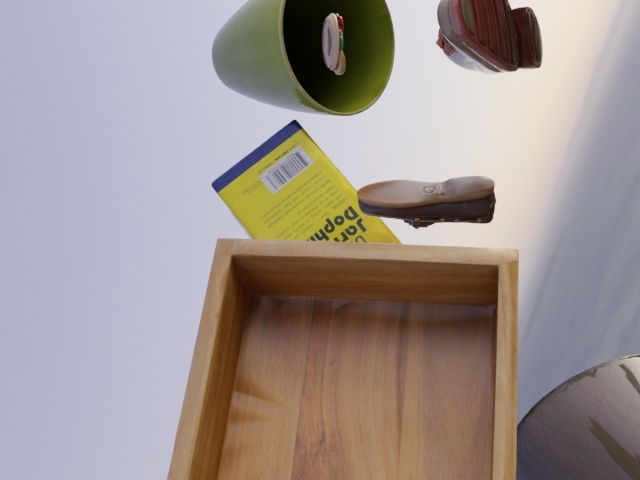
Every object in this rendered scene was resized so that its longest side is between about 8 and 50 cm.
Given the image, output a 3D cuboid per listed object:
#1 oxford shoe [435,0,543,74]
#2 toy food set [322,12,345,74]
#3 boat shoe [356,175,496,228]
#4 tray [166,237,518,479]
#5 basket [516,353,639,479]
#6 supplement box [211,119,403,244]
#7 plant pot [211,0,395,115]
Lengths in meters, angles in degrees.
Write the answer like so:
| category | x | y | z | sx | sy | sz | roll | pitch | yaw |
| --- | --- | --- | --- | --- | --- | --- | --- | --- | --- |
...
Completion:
| category | x | y | z | sx | sy | sz | roll | pitch | yaw |
| --- | --- | --- | --- | --- | --- | --- | --- | --- | --- |
| oxford shoe | 0.222 | -0.289 | 1.347 | 0.348 | 0.130 | 0.123 | -1 | -95 | -63 |
| toy food set | 0.020 | -0.284 | 1.330 | 0.083 | 0.020 | 0.083 | -112 | 22 | -55 |
| boat shoe | 0.159 | -0.049 | 1.391 | 0.073 | 0.206 | 0.073 | -82 | -11 | -55 |
| tray | 0.008 | 0.195 | 0.538 | 0.076 | 0.202 | 0.411 | 75 | -160 | -57 |
| basket | 0.265 | 0.203 | 0.668 | 0.227 | 0.204 | 0.154 | -116 | 6 | -69 |
| supplement box | 0.000 | 0.000 | 1.651 | 0.195 | 0.356 | 0.194 | -38 | -19 | -4 |
| plant pot | -0.063 | -0.355 | 1.713 | 0.274 | 0.293 | 0.275 | -1 | -88 | -43 |
